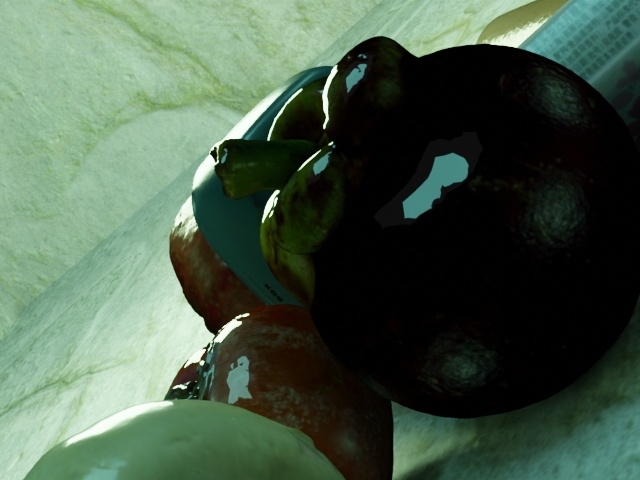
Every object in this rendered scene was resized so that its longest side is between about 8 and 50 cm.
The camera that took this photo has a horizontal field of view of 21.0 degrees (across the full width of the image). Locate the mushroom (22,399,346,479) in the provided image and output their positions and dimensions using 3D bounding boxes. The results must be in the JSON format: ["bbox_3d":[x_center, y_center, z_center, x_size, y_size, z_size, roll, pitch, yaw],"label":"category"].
[{"bbox_3d":[-0.057,0.272,1.059,0.314,0.314,0.336,-46,38,-9],"label":"mushroom"}]

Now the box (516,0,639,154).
[{"bbox_3d":[0.288,-0.167,1.535,0.369,0.112,0.190,-44,-30,8],"label":"box"}]

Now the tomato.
[{"bbox_3d":[-0.039,0.177,1.421,0.232,0.188,0.232,-53,18,26],"label":"tomato"}]

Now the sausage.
[{"bbox_3d":[0.272,-0.212,1.861,0.123,0.123,0.253,-48,11,-17],"label":"sausage"}]

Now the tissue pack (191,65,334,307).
[{"bbox_3d":[0.027,-0.005,1.576,0.198,0.287,0.206,-50,5,-21],"label":"tissue pack"}]

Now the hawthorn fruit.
[{"bbox_3d":[0.000,0.000,1.794,0.300,0.254,0.254,-38,12,-3],"label":"hawthorn fruit"}]

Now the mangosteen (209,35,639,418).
[{"bbox_3d":[0.105,-0.026,1.323,0.296,0.313,0.297,-22,25,11],"label":"mangosteen"}]
